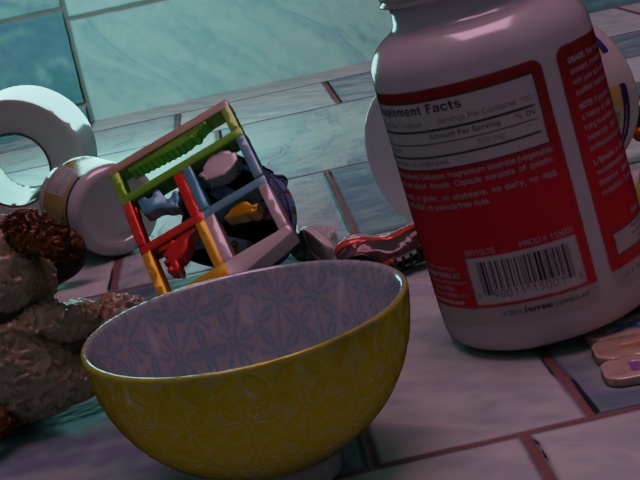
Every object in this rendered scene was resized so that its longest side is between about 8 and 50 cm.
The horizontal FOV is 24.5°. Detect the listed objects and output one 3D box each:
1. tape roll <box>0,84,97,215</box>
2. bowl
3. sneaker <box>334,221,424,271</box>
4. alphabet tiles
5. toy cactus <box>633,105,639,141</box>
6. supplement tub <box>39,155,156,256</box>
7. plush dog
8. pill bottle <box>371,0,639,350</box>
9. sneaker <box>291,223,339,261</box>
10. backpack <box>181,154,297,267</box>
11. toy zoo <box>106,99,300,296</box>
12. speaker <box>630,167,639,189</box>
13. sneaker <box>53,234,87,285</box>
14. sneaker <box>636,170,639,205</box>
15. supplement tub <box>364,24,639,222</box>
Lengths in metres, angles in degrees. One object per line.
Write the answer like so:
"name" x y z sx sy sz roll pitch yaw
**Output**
"tape roll" -0.518 -0.137 2.555 0.246 0.246 0.169 -11 14 3
"bowl" -0.051 0.134 1.276 0.289 0.156 0.289 -11 14 3
"sneaker" 0.098 0.023 1.836 0.157 0.061 0.065 -12 41 5
"alphabet tiles" 0.395 0.078 1.402 0.277 0.021 0.284 -11 14 4
"toy cactus" 0.510 -0.184 2.161 0.218 0.112 0.180 -6 -4 -4
"supplement tub" -0.352 -0.056 2.302 0.144 0.144 0.199 -19 15 -25
"plush dog" -0.334 0.078 1.544 0.262 0.225 0.210 -13 13 28
"pill bottle" 0.185 -0.114 1.498 0.229 0.408 0.229 -16 13 4
"sneaker" 0.000 0.000 1.976 0.061 0.054 0.152 -13 13 -14
"backpack" -0.099 -0.030 1.984 0.173 0.158 0.117 18 12 38
"toy zoo" -0.148 -0.030 1.898 0.192 0.030 0.293 -30 55 5
"speaker" 0.410 -0.067 1.887 0.136 0.055 0.055 -15 14 -11
"sneaker" -0.466 0.020 2.191 0.281 0.107 0.162 -10 11 11
"sneaker" 0.469 -0.058 1.765 0.208 0.094 0.081 5 47 -10
"supplement tub" 0.248 -0.161 2.014 0.331 0.241 0.241 -23 17 -37
